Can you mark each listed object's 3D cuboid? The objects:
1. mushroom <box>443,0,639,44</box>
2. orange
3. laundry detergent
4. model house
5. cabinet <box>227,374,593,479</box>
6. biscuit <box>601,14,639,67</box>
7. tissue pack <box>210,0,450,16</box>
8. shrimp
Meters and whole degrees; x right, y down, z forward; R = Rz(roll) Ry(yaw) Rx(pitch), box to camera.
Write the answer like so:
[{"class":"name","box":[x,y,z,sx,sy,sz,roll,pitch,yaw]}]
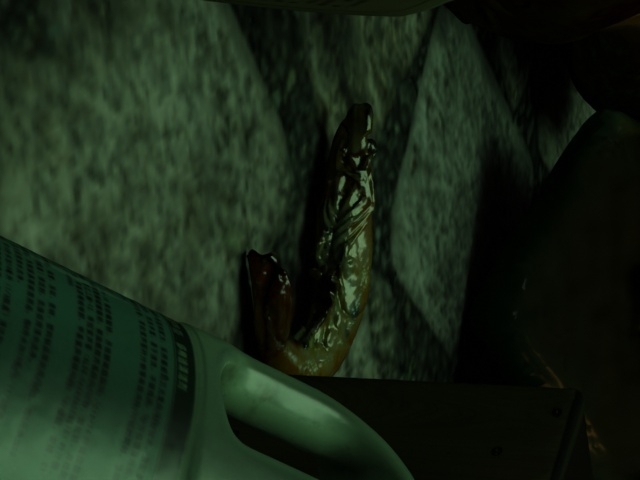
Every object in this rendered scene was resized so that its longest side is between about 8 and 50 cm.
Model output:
[{"class":"mushroom","box":[0.082,-0.201,0.639,0.153,0.253,0.253,-2,97,-24]},{"class":"orange","box":[0.205,-0.140,1.010,0.156,0.134,0.156,-13,90,-90]},{"class":"laundry detergent","box":[-0.034,0.072,0.451,0.226,0.070,0.099,27,47,-26]},{"class":"model house","box":[0.282,0.091,0.992,0.382,0.343,0.334,22,66,-52]},{"class":"cabinet","box":[0.008,0.181,0.608,0.215,0.148,0.174,-61,146,-51]},{"class":"biscuit","box":[0.155,-0.196,0.874,0.306,0.043,0.284,47,59,-25]},{"class":"tissue pack","box":[0.014,-0.134,0.416,0.234,0.159,0.125,174,-81,-69]},{"class":"shrimp","box":[0.000,0.000,0.709,0.091,0.025,0.127,30,69,-62]}]
